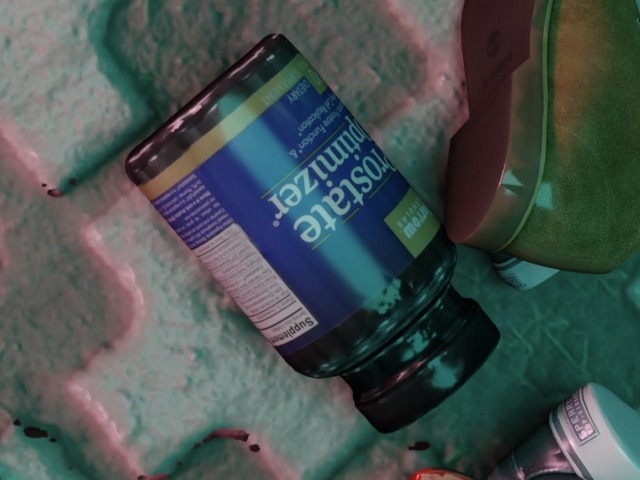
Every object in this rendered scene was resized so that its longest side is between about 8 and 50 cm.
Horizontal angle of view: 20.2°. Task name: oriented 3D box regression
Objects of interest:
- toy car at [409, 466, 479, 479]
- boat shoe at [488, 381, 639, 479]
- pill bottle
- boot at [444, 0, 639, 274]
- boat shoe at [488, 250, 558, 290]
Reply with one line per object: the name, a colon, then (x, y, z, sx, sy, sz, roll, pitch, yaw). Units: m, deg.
toy car: (0.015, 0.270, 1.060, 0.225, 0.053, 0.239, -14, 90, -14)
boat shoe: (0.225, 0.213, 1.097, 0.102, 0.108, 0.301, -41, 113, 19)
pill bottle: (0.000, 0.000, 1.034, 0.123, 0.123, 0.219, -42, 97, -12)
boot: (0.152, -0.119, 1.067, 0.115, 0.112, 0.305, 17, 64, -15)
boat shoe: (0.185, -0.065, 1.112, 0.228, 0.080, 0.076, -38, 98, -5)
